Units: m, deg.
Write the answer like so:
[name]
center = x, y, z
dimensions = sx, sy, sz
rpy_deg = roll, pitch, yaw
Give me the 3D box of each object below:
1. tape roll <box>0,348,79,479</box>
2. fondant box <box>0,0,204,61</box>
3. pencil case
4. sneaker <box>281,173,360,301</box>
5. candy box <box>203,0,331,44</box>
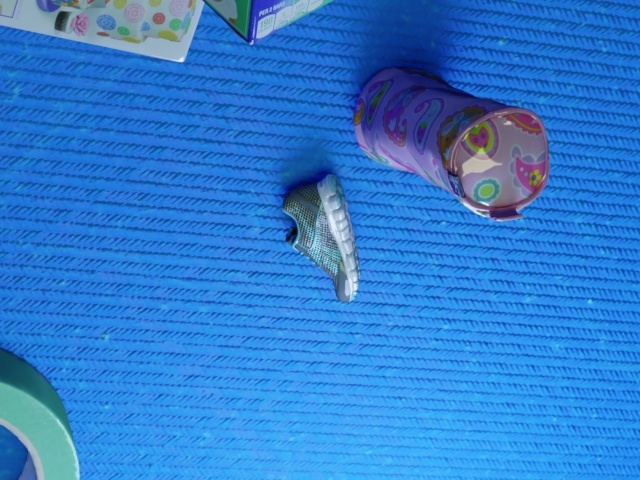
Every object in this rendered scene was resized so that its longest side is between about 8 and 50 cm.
[tape roll]
center = -0.437, 0.263, 2.126
dimensions = 0.321, 0.077, 0.321
rpy_deg = -8, 124, -12
[fondant box]
center = -0.255, -0.325, 1.799
dimensions = 0.330, 0.096, 0.238
rpy_deg = 10, 118, -22
[pencil case]
center = 0.133, -0.104, 1.949
dimensions = 0.124, 0.284, 0.124
rpy_deg = -6, 107, -20
[sneaker]
center = 0.000, 0.000, 2.119
dimensions = 0.076, 0.065, 0.166
rpy_deg = -10, 122, 8
[candy box]
center = 0.012, -0.376, 1.725
dimensions = 0.268, 0.122, 0.317
rpy_deg = -32, 149, -30
